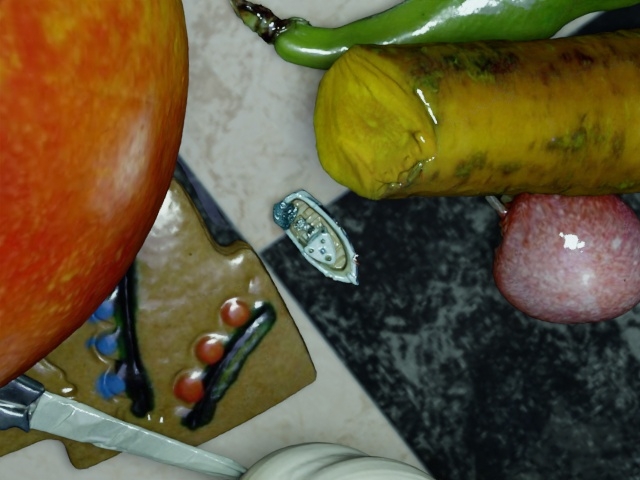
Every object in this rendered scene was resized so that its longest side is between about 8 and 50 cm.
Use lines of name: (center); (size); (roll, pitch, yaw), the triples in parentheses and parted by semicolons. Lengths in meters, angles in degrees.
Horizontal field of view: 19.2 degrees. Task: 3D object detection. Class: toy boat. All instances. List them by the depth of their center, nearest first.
toy boat: (0.000, 0.000, 1.326); (0.038, 0.038, 0.083); (-39, 107, 8)

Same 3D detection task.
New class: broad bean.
broad bean: (0.095, -0.166, 1.268); (0.318, 0.056, 0.098); (-4, 110, -2)

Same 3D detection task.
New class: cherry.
cherry: (0.130, -0.007, 1.313); (0.225, 0.090, 0.107); (20, 120, -3)

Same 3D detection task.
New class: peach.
peach: (-0.262, -0.070, 1.098); (0.388, 0.388, 0.388); (-2, 109, -5)

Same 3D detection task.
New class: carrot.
carrot: (0.153, -0.083, 1.240); (0.302, 0.114, 0.114); (-4, 111, -23)

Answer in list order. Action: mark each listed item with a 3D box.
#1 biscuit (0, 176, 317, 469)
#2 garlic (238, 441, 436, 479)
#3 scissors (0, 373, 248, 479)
biscuit: (-0.144, 0.053, 1.326); (0.301, 0.043, 0.278); (12, 108, -10)
garlic: (0.005, 0.256, 1.339); (0.203, 0.185, 0.281); (8, 110, -22)
scissors: (-0.184, 0.120, 1.315); (0.300, 0.022, 0.109); (18, 114, -11)
